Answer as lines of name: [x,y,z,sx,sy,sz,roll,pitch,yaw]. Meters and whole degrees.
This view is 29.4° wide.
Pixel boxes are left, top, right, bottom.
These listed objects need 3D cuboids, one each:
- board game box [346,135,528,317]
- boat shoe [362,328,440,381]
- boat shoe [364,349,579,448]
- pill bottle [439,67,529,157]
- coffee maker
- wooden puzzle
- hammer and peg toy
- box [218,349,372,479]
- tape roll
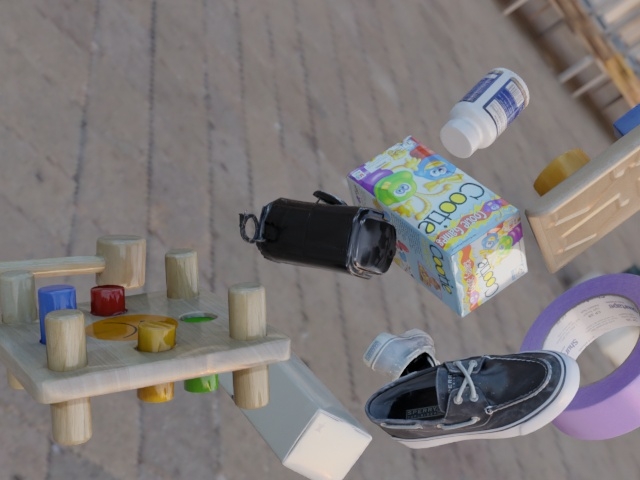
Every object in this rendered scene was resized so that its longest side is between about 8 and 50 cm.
board game box: [0.187,-0.028,1.978,0.275,0.142,0.144,41,-24,43]
boat shoe: [0.140,0.191,1.909,0.081,0.079,0.227,38,12,22]
boat shoe: [0.193,0.201,1.617,0.102,0.301,0.108,33,52,-40]
pill bottle: [0.203,-0.157,1.523,0.120,0.067,0.067,-45,103,-29]
coffee maker: [0.000,0.000,1.837,0.171,0.178,0.120,-20,111,-47]
wooden puzzle: [0.443,-0.105,1.824,0.080,0.322,0.348,54,3,20]
hammer and peg toy: [-0.222,0.091,1.273,0.361,0.265,0.127,21,-65,60]
box: [-0.049,0.227,1.723,0.113,0.094,0.275,33,5,-34]
tape roll: [0.462,0.187,1.997,0.090,0.274,0.275,46,22,-30]
